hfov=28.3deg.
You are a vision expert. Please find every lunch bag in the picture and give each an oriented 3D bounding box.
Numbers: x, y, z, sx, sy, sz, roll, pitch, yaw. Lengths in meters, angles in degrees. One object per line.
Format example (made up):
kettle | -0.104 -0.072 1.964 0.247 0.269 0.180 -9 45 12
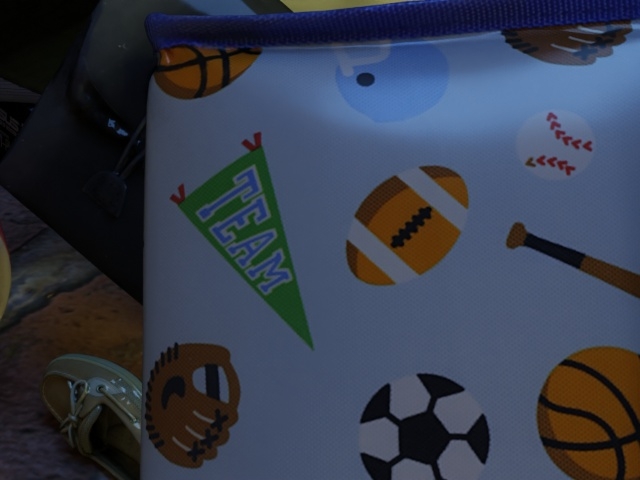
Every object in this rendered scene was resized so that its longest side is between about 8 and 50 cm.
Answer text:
lunch bag | 0.124 0.066 0.543 0.385 0.328 0.239 0 -9 8

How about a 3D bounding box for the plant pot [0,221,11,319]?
plant pot | -0.329 -0.027 0.792 0.275 0.275 0.243 -12 46 -33

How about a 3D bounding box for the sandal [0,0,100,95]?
sandal | -0.092 -0.097 0.982 0.445 0.167 0.107 18 46 -46

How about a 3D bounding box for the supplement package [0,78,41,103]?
supplement package | -0.228 -0.245 1.068 0.149 0.203 0.194 2 30 -12

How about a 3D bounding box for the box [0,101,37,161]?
box | -0.214 -0.109 1.121 0.147 0.077 0.180 -16 38 -39

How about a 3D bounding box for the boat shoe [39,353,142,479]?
boat shoe | -0.122 0.121 0.774 0.153 0.056 0.048 34 32 24

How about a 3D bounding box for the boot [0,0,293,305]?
boot | 0.069 -0.048 0.773 0.445 0.146 0.367 39 84 21

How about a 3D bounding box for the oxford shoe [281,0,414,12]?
oxford shoe | 0.112 -0.116 0.981 0.449 0.169 0.130 32 36 -48
